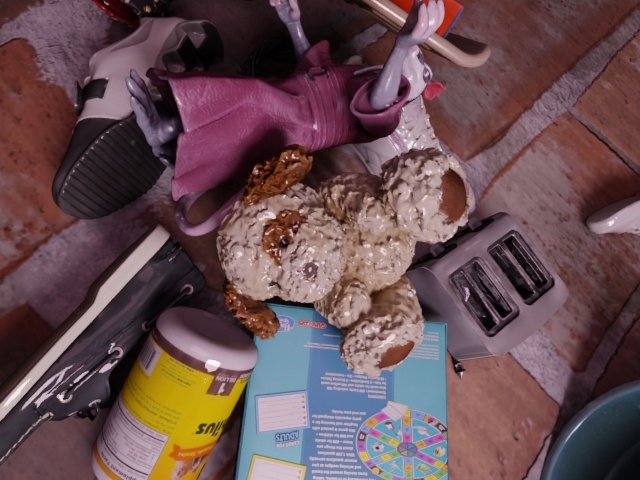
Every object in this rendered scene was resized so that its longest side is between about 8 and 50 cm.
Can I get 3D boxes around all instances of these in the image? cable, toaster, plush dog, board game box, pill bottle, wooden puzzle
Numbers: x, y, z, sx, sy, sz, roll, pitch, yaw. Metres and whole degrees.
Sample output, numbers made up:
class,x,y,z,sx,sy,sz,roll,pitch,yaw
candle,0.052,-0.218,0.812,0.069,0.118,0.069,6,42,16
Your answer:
class,x,y,z,sx,sy,sz,roll,pitch,yaw
cable,-0.059,-0.235,0.639,0.150,0.047,0.184,-31,65,5
toaster,0.231,0.073,0.592,0.168,0.110,0.186,-30,81,-18
plush dog,0.000,0.000,0.459,0.225,0.210,0.262,3,116,-23
board game box,0.024,0.260,0.503,0.253,0.079,0.336,8,71,-9
pill bottle,-0.163,0.190,0.445,0.117,0.117,0.215,27,91,-2
wooden puzzle,0.056,-0.379,0.594,0.347,0.080,0.322,19,29,-17

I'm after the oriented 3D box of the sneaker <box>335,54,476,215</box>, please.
class,x,y,z,sx,sy,sz,roll,pitch,yaw
sneaker,0.121,-0.145,0.616,0.305,0.152,0.114,41,60,2

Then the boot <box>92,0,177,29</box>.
class,x,y,z,sx,sy,sz,roll,pitch,yaw
boot,-0.230,-0.410,0.671,0.236,0.085,0.179,22,74,-4

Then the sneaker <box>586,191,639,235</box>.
class,x,y,z,sx,sy,sz,roll,pitch,yaw
sneaker,0.569,-0.034,0.722,0.212,0.080,0.094,-18,89,-18

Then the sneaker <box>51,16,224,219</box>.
class,x,y,z,sx,sy,sz,roll,pitch,yaw
sneaker,-0.278,-0.182,0.577,0.146,0.122,0.330,21,69,15

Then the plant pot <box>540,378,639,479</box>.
class,x,y,z,sx,sy,sz,roll,pitch,yaw
plant pot,0.501,0.385,0.451,0.334,0.341,0.341,34,68,-9

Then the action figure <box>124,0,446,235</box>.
class,x,y,z,sx,sy,sz,roll,pitch,yaw
action figure,-0.012,-0.141,0.485,0.370,0.276,0.248,-13,37,-16

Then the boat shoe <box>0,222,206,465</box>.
class,x,y,z,sx,sy,sz,roll,pitch,yaw
boat shoe,-0.261,0.141,0.465,0.113,0.127,0.340,45,64,-23
